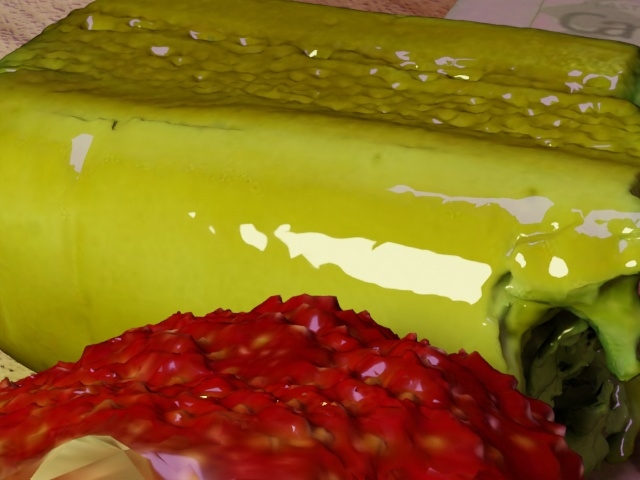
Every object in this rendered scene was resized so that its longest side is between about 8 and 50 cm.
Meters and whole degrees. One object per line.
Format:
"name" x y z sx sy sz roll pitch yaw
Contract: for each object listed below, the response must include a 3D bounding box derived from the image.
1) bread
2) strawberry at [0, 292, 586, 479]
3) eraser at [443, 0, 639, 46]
"bread" 0.000 0.000 0.955 0.376 0.208 0.251 13 28 20
"strawberry" -0.020 0.114 0.712 0.261 0.258 0.261 -6 33 4
"eraser" 0.259 -0.073 1.224 0.396 0.082 0.213 9 30 14
